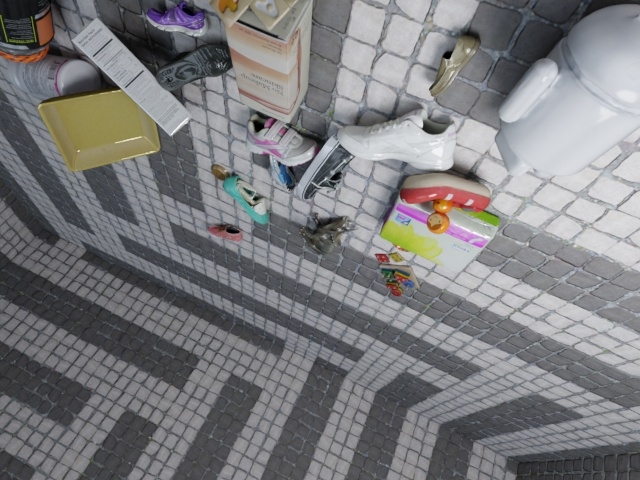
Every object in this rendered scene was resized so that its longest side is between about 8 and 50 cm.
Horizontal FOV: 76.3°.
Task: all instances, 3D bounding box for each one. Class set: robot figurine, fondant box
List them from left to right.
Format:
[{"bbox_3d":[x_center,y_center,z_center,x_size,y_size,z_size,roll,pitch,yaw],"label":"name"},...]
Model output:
[{"bbox_3d":[-0.546,-0.470,1.217,0.330,0.096,0.238,47,176,-27],"label":"fondant box"},{"bbox_3d":[0.472,-0.255,0.731,0.301,0.199,0.353,-4,155,-19],"label":"robot figurine"}]

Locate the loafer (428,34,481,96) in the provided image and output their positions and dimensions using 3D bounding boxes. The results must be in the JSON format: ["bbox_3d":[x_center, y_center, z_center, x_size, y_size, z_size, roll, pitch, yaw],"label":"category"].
[{"bbox_3d":[0.274,-0.371,0.863,0.050,0.056,0.148,33,139,-6],"label":"loafer"}]

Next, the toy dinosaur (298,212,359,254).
[{"bbox_3d":[0.000,0.000,1.557,0.160,0.121,0.313,43,144,2],"label":"toy dinosaur"}]

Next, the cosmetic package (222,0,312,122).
[{"bbox_3d":[-0.113,-0.422,0.940,0.153,0.129,0.296,23,166,4],"label":"cosmetic package"}]

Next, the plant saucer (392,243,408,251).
[{"bbox_3d":[0.294,0.010,1.439,0.084,0.013,0.083,21,148,14],"label":"plant saucer"}]

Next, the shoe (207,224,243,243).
[{"bbox_3d":[-0.447,-0.045,1.900,0.178,0.063,0.081,18,147,6],"label":"shoe"}]

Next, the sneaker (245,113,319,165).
[{"bbox_3d":[-0.126,-0.306,1.221,0.253,0.102,0.111,17,149,17],"label":"sneaker"}]

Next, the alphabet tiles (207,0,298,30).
[{"bbox_3d":[-0.139,-0.575,0.724,0.285,0.011,0.342,-37,96,20],"label":"alphabet tiles"}]

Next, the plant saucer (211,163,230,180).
[{"bbox_3d":[-0.392,-0.260,1.582,0.084,0.015,0.083,20,148,13],"label":"plant saucer"}]

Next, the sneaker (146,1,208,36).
[{"bbox_3d":[-0.371,-0.586,1.062,0.170,0.068,0.071,14,132,8],"label":"sneaker"}]

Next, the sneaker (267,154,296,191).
[{"bbox_3d":[-0.149,-0.244,1.368,0.083,0.071,0.190,19,148,26],"label":"sneaker"}]

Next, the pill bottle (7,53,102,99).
[{"bbox_3d":[-0.928,-0.563,1.420,0.284,0.160,0.160,17,147,19],"label":"pill bottle"}]

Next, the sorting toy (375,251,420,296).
[{"bbox_3d":[0.304,0.147,1.601,0.133,0.046,0.274,3,140,35],"label":"sorting toy"}]

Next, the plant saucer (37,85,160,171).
[{"bbox_3d":[-0.763,-0.411,1.437,0.080,0.333,0.332,61,156,20],"label":"plant saucer"}]

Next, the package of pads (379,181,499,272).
[{"bbox_3d":[0.349,-0.035,1.246,0.297,0.101,0.229,25,148,6],"label":"package of pads"}]

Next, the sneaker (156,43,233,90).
[{"bbox_3d":[-0.338,-0.498,1.140,0.228,0.130,0.087,-17,128,14],"label":"sneaker"}]

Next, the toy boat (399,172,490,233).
[{"bbox_3d":[0.317,-0.091,1.069,0.231,0.150,0.151,11,-177,-17],"label":"toy boat"}]

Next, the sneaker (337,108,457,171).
[{"bbox_3d":[0.194,-0.274,1.037,0.306,0.114,0.152,13,134,14],"label":"sneaker"}]

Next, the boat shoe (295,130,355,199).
[{"bbox_3d":[0.022,-0.200,1.253,0.105,0.113,0.306,44,139,2],"label":"boat shoe"}]

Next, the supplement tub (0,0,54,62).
[{"bbox_3d":[-0.886,-0.688,1.160,0.207,0.207,0.338,36,147,-12],"label":"supplement tub"}]

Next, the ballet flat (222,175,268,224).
[{"bbox_3d":[-0.269,-0.156,1.581,0.087,0.083,0.247,-21,127,34],"label":"ballet flat"}]
